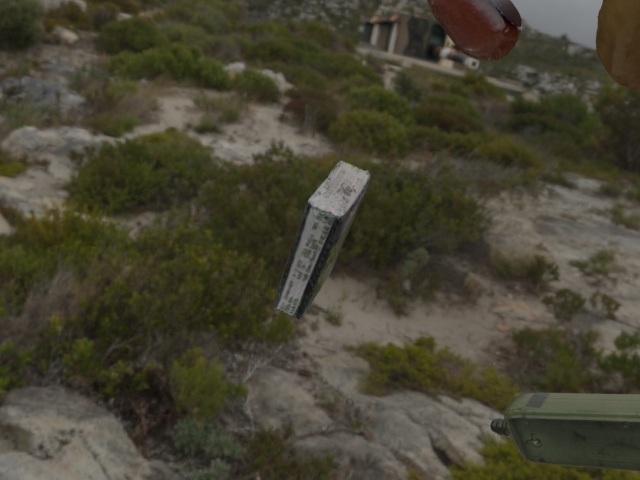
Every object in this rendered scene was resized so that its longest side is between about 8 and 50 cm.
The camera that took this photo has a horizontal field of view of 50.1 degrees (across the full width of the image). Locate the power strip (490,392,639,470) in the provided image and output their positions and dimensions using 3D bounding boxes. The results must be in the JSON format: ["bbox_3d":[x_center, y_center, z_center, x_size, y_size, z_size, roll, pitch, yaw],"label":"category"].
[{"bbox_3d":[0.383,0.237,0.853,0.388,0.092,0.066,-13,14,45],"label":"power strip"}]

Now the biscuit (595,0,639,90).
[{"bbox_3d":[0.385,-0.256,0.486,0.365,0.385,0.062,-6,61,-28],"label":"biscuit"}]

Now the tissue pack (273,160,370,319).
[{"bbox_3d":[0.000,0.000,1.169,0.073,0.235,0.173,25,37,6],"label":"tissue pack"}]

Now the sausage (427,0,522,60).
[{"bbox_3d":[0.138,-0.204,0.615,0.094,0.054,0.059,48,44,-9],"label":"sausage"}]
